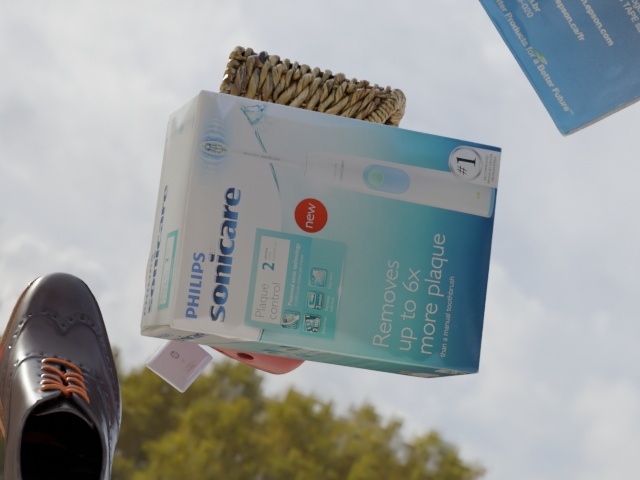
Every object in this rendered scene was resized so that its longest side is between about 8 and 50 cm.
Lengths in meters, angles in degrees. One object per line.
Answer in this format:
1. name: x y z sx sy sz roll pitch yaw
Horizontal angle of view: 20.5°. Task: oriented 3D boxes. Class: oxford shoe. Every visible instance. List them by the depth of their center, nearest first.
1. oxford shoe: -0.177 0.119 1.238 0.097 0.271 0.098 8 -41 -17

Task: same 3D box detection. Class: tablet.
1. tablet: -0.161 0.138 2.028 0.054 0.083 0.006 36 -57 3

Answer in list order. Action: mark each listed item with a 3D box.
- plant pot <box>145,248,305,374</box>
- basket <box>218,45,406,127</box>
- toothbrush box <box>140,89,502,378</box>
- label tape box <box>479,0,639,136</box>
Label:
1. plant pot: -0.088 0.033 1.931 0.174 0.191 0.191 20 -19 -22
2. basket: -0.030 -0.079 2.174 0.223 0.213 0.299 15 -13 -1
3. toothbrush box: 0.000 0.000 1.622 0.295 0.216 0.126 11 -10 -17
4. label tape box: 0.245 -0.255 1.142 0.348 0.115 0.249 -27 -80 33
